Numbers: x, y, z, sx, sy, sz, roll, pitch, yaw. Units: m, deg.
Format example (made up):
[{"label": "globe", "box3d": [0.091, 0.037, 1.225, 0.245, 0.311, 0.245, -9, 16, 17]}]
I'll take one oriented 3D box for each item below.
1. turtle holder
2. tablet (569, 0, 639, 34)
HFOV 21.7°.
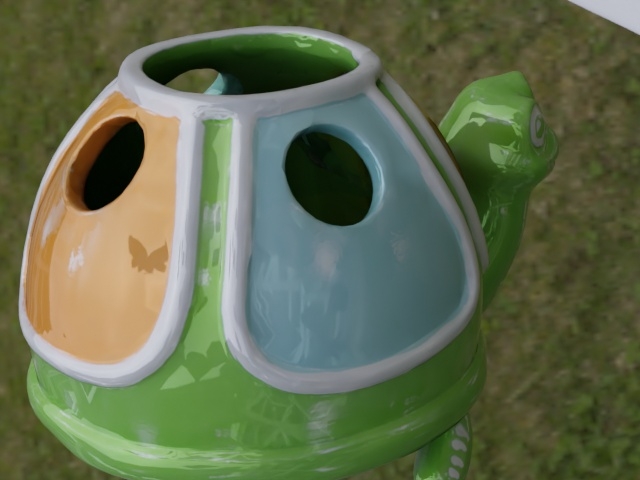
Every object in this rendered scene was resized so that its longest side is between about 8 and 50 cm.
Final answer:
[{"label": "turtle holder", "box3d": [-0.002, 0.008, 0.905, 0.243, 0.320, 0.227, -114, 21, -65]}, {"label": "tablet", "box3d": [0.074, -0.063, 0.316, 0.054, 0.006, 0.083, -54, 31, 5]}]
